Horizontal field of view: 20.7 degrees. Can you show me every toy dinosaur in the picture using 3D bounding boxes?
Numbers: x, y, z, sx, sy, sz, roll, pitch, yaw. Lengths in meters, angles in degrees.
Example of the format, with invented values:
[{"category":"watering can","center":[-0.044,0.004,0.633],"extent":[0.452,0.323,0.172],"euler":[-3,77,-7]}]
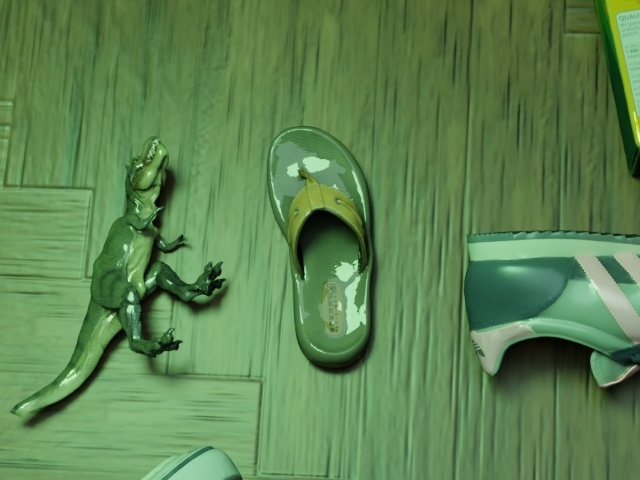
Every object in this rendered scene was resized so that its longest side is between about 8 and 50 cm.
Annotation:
[{"category":"toy dinosaur","center":[-0.159,0.047,1.513],"extent":[0.118,0.064,0.268],"euler":[17,75,25]}]

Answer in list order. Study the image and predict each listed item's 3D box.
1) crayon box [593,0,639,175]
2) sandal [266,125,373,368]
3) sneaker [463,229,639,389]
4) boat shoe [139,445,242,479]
[{"category":"crayon box","center":[0.345,-0.233,1.546],"extent":[0.203,0.083,0.323],"euler":[-9,73,2]},{"category":"sandal","center":[0.000,0.000,1.513],"extent":[0.090,0.060,0.219],"euler":[-5,72,3]},{"category":"sneaker","center":[0.278,0.061,1.461],"extent":[0.319,0.112,0.131],"euler":[3,90,9]},{"category":"boat shoe","center":[-0.240,0.265,1.424],"extent":[0.367,0.136,0.156],"euler":[-42,71,2]}]
